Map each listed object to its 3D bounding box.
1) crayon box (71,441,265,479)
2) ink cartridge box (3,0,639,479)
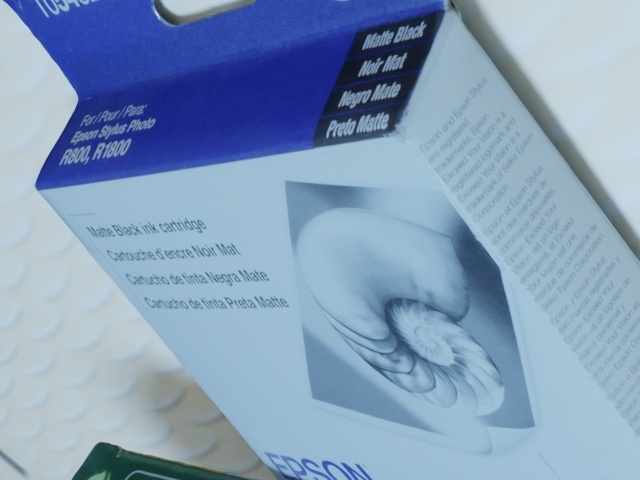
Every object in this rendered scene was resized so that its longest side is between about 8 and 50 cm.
[{"bbox_3d":[0.044,0.219,0.796,0.203,0.083,0.323,4,144,50],"label":"crayon box"},{"bbox_3d":[0.000,0.000,0.623,0.224,0.045,0.223,53,151,-19],"label":"ink cartridge box"}]
